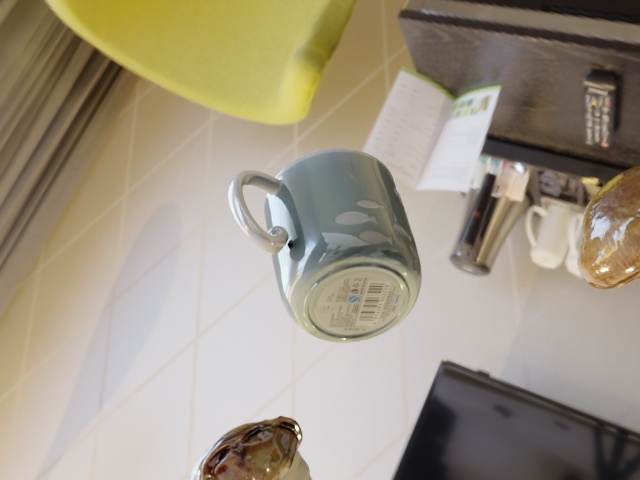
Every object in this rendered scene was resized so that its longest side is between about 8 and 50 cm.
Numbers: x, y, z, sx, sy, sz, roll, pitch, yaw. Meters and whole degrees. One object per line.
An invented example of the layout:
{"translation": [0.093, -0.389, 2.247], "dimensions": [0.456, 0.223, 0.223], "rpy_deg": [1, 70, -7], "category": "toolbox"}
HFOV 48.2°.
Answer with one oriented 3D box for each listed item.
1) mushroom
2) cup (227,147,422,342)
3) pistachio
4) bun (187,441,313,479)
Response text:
{"translation": [0.516, -0.022, 1.037], "dimensions": [0.264, 0.195, 0.283], "rpy_deg": [-11, -173, -20], "category": "mushroom"}
{"translation": [0.000, 0.000, 1.244], "dimensions": [0.357, 0.259, 0.274], "rpy_deg": [23, -148, -29], "category": "cup"}
{"translation": [-0.118, 0.372, 1.203], "dimensions": [0.130, 0.210, 0.165], "rpy_deg": [51, -174, 35], "category": "pistachio"}
{"translation": [-0.119, 0.511, 1.377], "dimensions": [0.263, 0.263, 0.175], "rpy_deg": [31, 172, -21], "category": "bun"}
